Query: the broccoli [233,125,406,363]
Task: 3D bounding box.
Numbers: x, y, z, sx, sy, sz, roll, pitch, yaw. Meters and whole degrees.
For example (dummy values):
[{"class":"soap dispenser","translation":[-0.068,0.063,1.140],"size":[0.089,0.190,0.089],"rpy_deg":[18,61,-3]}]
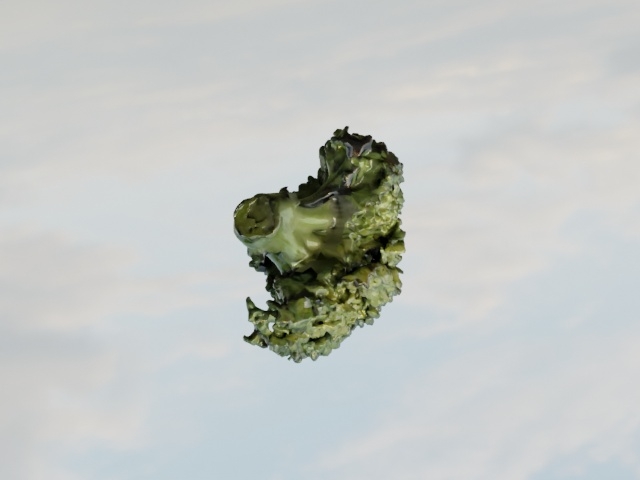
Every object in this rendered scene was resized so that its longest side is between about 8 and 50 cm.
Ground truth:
[{"class":"broccoli","translation":[0.000,0.000,0.745],"size":[0.097,0.095,0.092],"rpy_deg":[-35,143,21]}]
